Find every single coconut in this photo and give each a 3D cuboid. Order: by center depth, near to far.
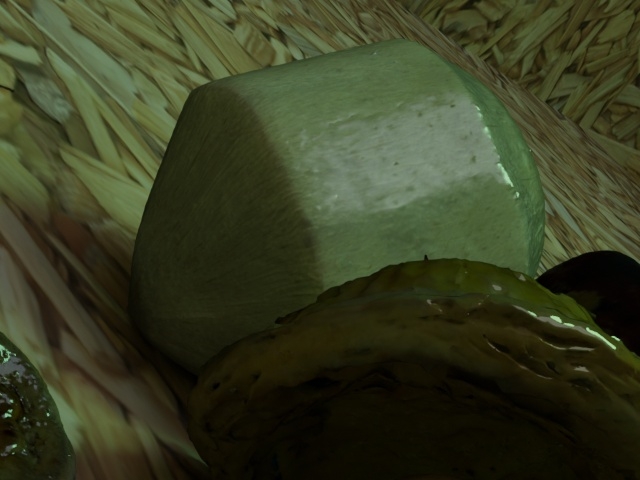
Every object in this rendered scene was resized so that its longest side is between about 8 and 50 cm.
[{"bbox_3d":[0.000,0.000,0.982,0.266,0.237,0.237,-16,48,-26],"label":"coconut"}]

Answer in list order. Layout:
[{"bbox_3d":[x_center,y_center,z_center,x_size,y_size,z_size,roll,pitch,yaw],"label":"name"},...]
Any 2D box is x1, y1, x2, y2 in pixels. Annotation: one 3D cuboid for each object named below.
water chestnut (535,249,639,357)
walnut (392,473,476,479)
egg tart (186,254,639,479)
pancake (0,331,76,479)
[{"bbox_3d":[0.269,0.142,1.032,0.335,0.347,0.335,44,6,-6],"label":"water chestnut"},{"bbox_3d":[0.064,0.190,0.722,0.167,0.167,0.207,48,8,25],"label":"walnut"},{"bbox_3d":[0.068,0.089,0.818,0.291,0.291,0.107,31,51,-32],"label":"egg tart"},{"bbox_3d":[-0.177,0.073,0.721,0.152,0.025,0.151,36,17,-12],"label":"pancake"}]
